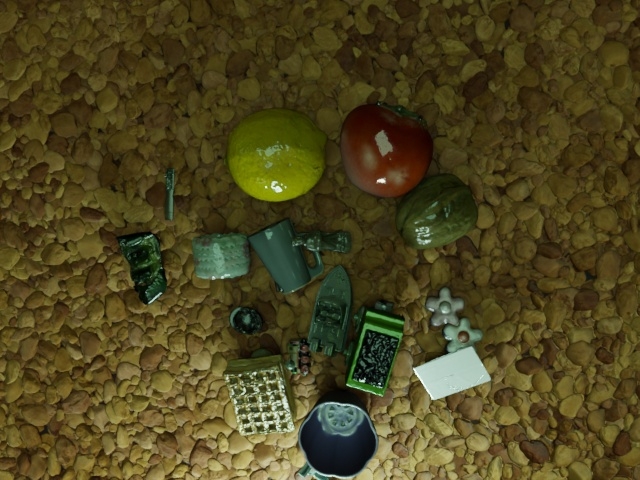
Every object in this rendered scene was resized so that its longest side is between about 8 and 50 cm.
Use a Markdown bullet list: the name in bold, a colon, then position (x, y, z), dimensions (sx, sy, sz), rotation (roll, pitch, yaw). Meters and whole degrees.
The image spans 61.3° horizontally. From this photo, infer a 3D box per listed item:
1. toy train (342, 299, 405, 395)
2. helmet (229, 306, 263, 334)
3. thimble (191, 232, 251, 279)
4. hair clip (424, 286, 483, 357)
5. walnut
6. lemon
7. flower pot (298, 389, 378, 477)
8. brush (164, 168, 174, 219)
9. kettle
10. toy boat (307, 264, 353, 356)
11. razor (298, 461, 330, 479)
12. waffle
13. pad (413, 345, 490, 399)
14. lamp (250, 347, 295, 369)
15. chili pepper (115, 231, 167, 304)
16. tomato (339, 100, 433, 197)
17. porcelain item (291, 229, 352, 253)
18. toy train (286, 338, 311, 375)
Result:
- **toy train**: position (0.179, 0.357, 1.843), dimensions (0.173, 0.249, 0.307), rotation (16, 94, 1)
- **helmet**: position (-0.264, 0.289, 1.961), dimensions (0.123, 0.070, 0.098), rotation (21, 89, 10)
- **thimble**: position (-0.341, 0.050, 1.903), dimensions (0.210, 0.185, 0.149), rotation (-7, 96, -29)
- **hair clip**: position (0.470, 0.291, 1.906), dimensions (0.146, 0.075, 0.257), rotation (-28, 86, 10)
- **walnut**: position (0.383, -0.092, 1.803), dimensions (0.283, 0.283, 0.227), rotation (-33, 65, 6)
- **lemon**: position (-0.146, -0.283, 1.802), dimensions (0.335, 0.336, 0.336), rotation (0, 94, 5)
- **flower pot**: position (0.066, 0.637, 1.872), dimensions (0.265, 0.243, 0.265), rotation (1, 96, 5)
- **brush**: position (-0.554, -0.168, 1.976), dimensions (0.034, 0.027, 0.191), rotation (4, 95, 6)
- **kettle**: position (-0.111, 0.047, 1.912), dimensions (0.210, 0.160, 0.243), rotation (-30, 99, -23)
- **toy boat**: position (0.042, 0.243, 1.912), dimensions (0.141, 0.092, 0.320), rotation (9, 86, 32)
- **razor**: position (0.042, 0.910, 1.990), dimensions (0.278, 0.056, 0.111), rotation (49, 60, -5)
- **waffle**: position (-0.211, 0.549, 1.909), dimensions (0.212, 0.091, 0.308), rotation (-7, 116, 5)
- **pad**: position (0.462, 0.470, 1.902), dimensions (0.232, 0.004, 0.156), rotation (-27, 104, 22)
- **lamp**: position (-0.170, 0.438, 1.946), dimensions (0.163, 0.091, 0.091), rotation (3, 94, 12)
- **chili pepper**: position (-0.634, 0.097, 1.968), dimensions (0.148, 0.116, 0.265), rotation (-15, 93, -6)
- **tomato**: position (0.208, -0.290, 1.771), dimensions (0.321, 0.321, 0.322), rotation (0, 94, 5)
- **porcelain item**: position (0.000, 0.000, 1.876), dimensions (0.215, 0.069, 0.081), rotation (4, 87, -23)
- **toy train**: position (-0.078, 0.426, 1.966), dimensions (0.087, 0.050, 0.138), rotation (-1, 95, 9)
